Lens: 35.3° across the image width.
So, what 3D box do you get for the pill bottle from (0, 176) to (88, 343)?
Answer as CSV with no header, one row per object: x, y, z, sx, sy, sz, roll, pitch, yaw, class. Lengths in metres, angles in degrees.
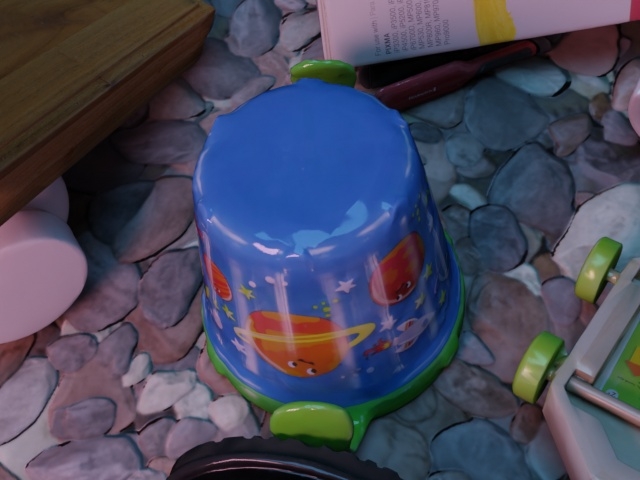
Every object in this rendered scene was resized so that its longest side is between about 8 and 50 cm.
-0.335,-0.054,0.921,0.169,0.169,0.301,-32,60,-13,pill bottle

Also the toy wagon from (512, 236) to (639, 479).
0.277,0.139,0.736,0.267,0.068,0.344,26,53,22,toy wagon

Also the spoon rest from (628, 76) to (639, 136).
0.402,-0.072,0.897,0.276,0.084,0.137,28,66,8,spoon rest

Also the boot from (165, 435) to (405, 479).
0.017,0.276,0.627,0.348,0.131,0.260,15,37,13,boot

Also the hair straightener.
0.144,-0.203,1.019,0.230,0.047,0.089,-23,58,-3,hair straightener

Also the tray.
-0.269,-0.167,0.898,0.203,0.076,0.411,28,36,3,tray

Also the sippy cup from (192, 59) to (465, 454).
0.000,0.000,0.808,0.240,0.224,0.305,-32,59,-13,sippy cup

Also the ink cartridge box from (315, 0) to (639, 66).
0.173,-0.338,1.010,0.385,0.160,0.279,-10,46,3,ink cartridge box
